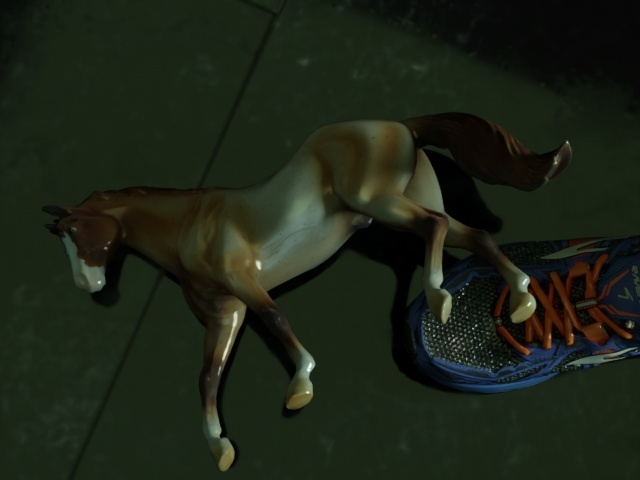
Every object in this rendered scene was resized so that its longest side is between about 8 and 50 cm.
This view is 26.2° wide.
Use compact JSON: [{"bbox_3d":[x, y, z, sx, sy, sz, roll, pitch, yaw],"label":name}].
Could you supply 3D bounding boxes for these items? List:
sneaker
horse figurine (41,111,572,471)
[{"bbox_3d":[0.152,0.028,0.731,0.221,0.087,0.083,-13,81,-4],"label":"sneaker"},{"bbox_3d":[0.000,0.000,0.725,0.263,0.066,0.174,-28,55,1],"label":"horse figurine"}]
